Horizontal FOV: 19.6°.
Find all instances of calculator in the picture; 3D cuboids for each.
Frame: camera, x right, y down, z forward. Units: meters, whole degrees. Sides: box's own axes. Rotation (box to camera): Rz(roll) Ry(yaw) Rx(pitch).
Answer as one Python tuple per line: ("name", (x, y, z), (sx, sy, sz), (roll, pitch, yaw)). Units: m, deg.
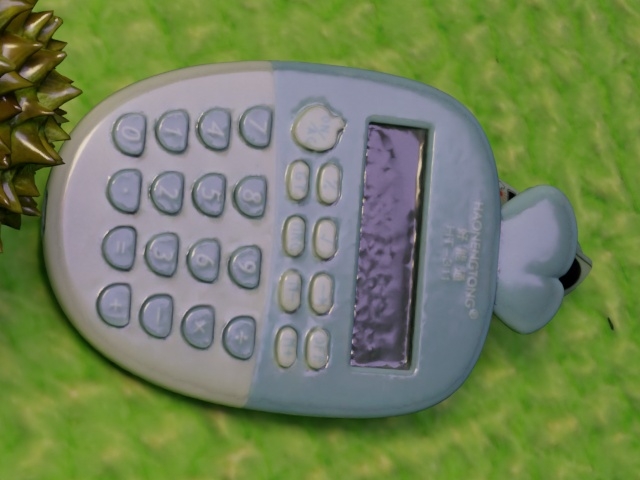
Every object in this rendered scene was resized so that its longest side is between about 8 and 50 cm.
("calculator", (0.000, 0.000, 0.994), (0.302, 0.042, 0.188), (6, 85, -23))

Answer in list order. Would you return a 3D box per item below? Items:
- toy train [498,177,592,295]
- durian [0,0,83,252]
("toy train", (0.068, -0.028, 1.074), (0.207, 0.043, 0.047), (29, 39, -18))
("durian", (-0.244, -0.045, 0.778), (0.291, 0.291, 0.225), (-23, 71, -35))
